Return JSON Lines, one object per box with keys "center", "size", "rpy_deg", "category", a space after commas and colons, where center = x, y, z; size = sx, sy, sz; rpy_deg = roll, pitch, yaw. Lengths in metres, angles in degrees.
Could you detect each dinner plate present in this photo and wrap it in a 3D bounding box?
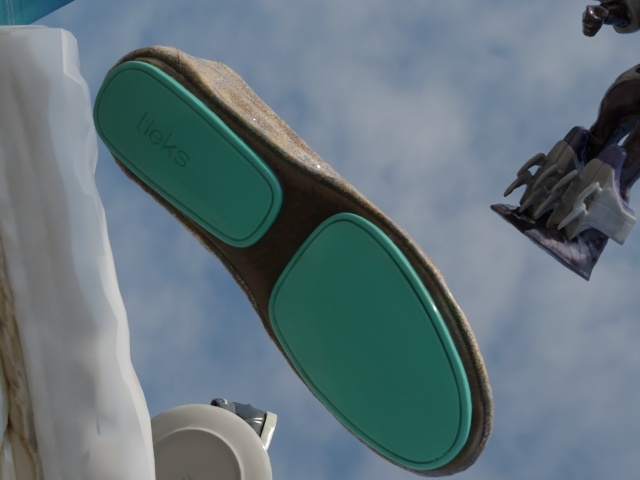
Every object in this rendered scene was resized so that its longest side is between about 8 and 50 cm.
{"center": [-0.113, 0.212, 1.390], "size": [0.141, 0.017, 0.141], "rpy_deg": [-3, -106, 10], "category": "dinner plate"}

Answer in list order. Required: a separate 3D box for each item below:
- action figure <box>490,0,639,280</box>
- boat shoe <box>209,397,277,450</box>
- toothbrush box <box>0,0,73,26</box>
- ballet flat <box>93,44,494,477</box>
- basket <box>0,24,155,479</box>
{"center": [0.244, -0.108, 1.139], "size": [0.285, 0.099, 0.185], "rpy_deg": [-54, -146, 5], "category": "action figure"}
{"center": [-0.110, 0.252, 1.692], "size": [0.084, 0.079, 0.233], "rpy_deg": [-57, -172, 30], "category": "boat shoe"}
{"center": [-0.418, -0.280, 1.573], "size": [0.216, 0.295, 0.126], "rpy_deg": [46, -25, 24], "category": "toothbrush box"}
{"center": [0.000, 0.000, 0.921], "size": [0.107, 0.106, 0.316], "rpy_deg": [-47, -107, 21], "category": "ballet flat"}
{"center": [-0.219, 0.110, 0.602], "size": [0.328, 0.266, 0.331], "rpy_deg": [-175, -107, -69], "category": "basket"}
